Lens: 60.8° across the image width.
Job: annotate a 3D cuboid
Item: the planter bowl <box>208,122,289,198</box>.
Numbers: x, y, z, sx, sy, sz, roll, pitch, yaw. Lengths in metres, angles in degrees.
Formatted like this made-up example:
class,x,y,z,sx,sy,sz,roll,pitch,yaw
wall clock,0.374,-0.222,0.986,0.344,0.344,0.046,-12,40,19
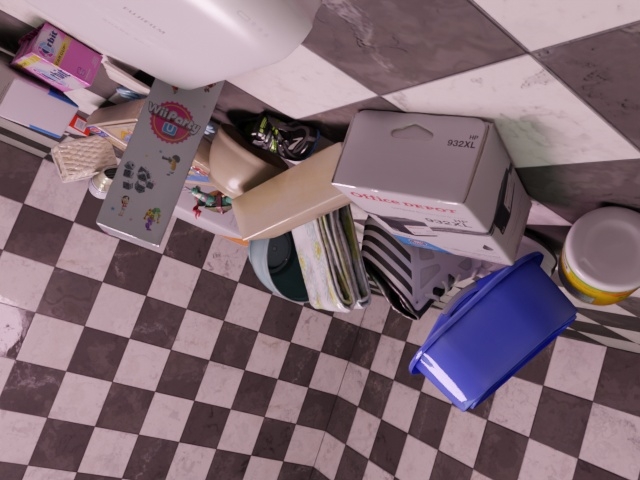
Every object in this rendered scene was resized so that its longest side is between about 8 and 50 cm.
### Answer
class,x,y,z,sx,sy,sz,roll,pitch,yaw
planter bowl,-0.159,-0.147,1.106,0.162,0.109,0.162,32,-164,-11

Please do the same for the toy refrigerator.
class,x,y,z,sx,sy,sz,roll,pitch,yaw
toy refrigerator,-0.032,-0.089,1.014,0.269,0.094,0.102,-22,171,34

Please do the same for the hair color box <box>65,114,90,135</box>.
class,x,y,z,sx,sy,sz,roll,pitch,yaw
hair color box,-0.741,-0.344,1.593,0.141,0.043,0.072,13,170,31

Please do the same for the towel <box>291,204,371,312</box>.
class,x,y,z,sx,sy,sz,roll,pitch,yaw
towel,0.000,0.000,1.233,0.090,0.321,0.374,-11,178,-12

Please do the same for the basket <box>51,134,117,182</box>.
class,x,y,z,sx,sy,sz,roll,pitch,yaw
basket,-0.715,-0.252,1.661,0.167,0.113,0.103,-21,-172,-28

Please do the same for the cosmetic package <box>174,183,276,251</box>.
class,x,y,z,sx,sy,sz,roll,pitch,yaw
cosmetic package,-0.332,-0.116,1.737,0.453,0.162,0.230,27,169,-40

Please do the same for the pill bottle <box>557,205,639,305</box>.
class,x,y,z,sx,sy,sz,roll,pitch,yaw
pill bottle,0.490,0.040,0.950,0.136,0.136,0.245,16,171,22

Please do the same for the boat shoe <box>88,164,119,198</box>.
class,x,y,z,sx,sy,sz,roll,pitch,yaw
boat shoe,-0.581,-0.196,1.723,0.094,0.109,0.302,-30,179,35

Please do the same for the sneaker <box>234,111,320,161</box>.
class,x,y,z,sx,sy,sz,roll,pitch,yaw
sneaker,-0.083,-0.192,0.999,0.188,0.067,0.078,17,178,34

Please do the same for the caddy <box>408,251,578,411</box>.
class,x,y,z,sx,sy,sz,roll,pitch,yaw
caddy,0.322,0.168,1.046,0.179,0.341,0.241,49,-172,26

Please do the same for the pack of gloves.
class,x,y,z,sx,sy,sz,roll,pitch,yaw
pack of gloves,-0.309,-0.278,1.106,0.232,0.046,0.195,30,171,-10

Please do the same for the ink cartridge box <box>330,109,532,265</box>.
class,x,y,z,sx,sy,sz,roll,pitch,yaw
ink cartridge box,0.193,-0.077,0.895,0.223,0.129,0.307,13,169,34

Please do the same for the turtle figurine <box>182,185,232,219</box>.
class,x,y,z,sx,sy,sz,roll,pitch,yaw
turtle figurine,-0.270,-0.132,1.499,0.234,0.118,0.175,-1,-149,13

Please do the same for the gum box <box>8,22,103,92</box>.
class,x,y,z,sx,sy,sz,roll,pitch,yaw
gum box,-0.501,-0.337,1.025,0.107,0.062,0.188,27,169,-40

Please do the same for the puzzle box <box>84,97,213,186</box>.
class,x,y,z,sx,sy,sz,roll,pitch,yaw
puzzle box,-0.372,-0.218,1.276,0.272,0.052,0.409,35,167,-34

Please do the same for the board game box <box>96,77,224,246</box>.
class,x,y,z,sx,sy,sz,roll,pitch,yaw
board game box,-0.248,-0.143,0.864,0.097,0.304,0.224,22,171,-17

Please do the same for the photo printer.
class,x,y,z,sx,sy,sz,roll,pitch,yaw
photo printer,-0.164,-0.267,0.558,0.256,0.107,0.307,26,170,-37

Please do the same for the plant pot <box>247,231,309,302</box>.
class,x,y,z,sx,sy,sz,roll,pitch,yaw
plant pot,-0.101,0.032,1.678,0.293,0.293,0.196,26,167,-39

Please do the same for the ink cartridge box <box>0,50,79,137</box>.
class,x,y,z,sx,sy,sz,roll,pitch,yaw
ink cartridge box,-0.624,-0.312,1.118,0.203,0.086,0.148,37,-172,26

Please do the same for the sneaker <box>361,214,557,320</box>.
class,x,y,z,sx,sy,sz,roll,pitch,yaw
sneaker,0.283,0.067,1.179,0.447,0.258,0.169,21,171,-11
